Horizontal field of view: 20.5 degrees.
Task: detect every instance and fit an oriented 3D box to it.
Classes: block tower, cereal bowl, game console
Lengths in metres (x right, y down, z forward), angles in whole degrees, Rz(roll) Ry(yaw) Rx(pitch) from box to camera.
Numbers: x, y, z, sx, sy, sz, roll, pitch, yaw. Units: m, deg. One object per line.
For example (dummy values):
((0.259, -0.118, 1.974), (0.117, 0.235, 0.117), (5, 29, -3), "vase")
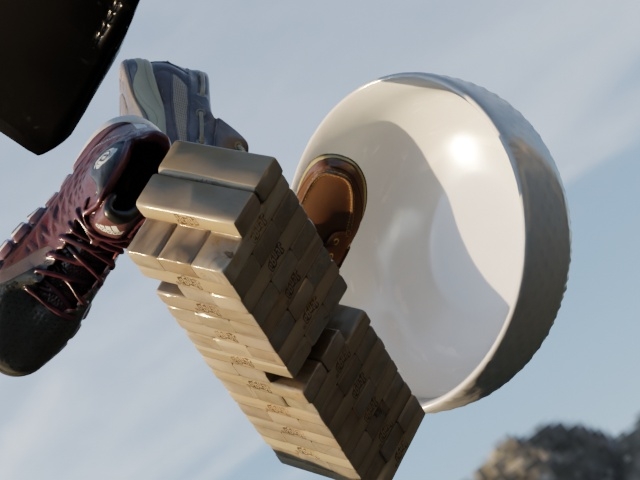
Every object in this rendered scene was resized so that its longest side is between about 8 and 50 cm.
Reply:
((-0.028, 0.068, 1.317), (0.091, 0.097, 0.335), (-59, -38, -25), "block tower")
((0.121, 0.005, 1.746), (0.141, 0.339, 0.339), (4, -41, -41), "cereal bowl")
((-0.304, -0.233, 1.305), (0.213, 0.361, 0.044), (-56, 1, 36), "game console")

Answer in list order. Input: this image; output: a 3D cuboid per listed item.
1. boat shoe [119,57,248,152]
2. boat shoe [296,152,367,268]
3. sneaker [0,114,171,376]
((-0.143, -0.088, 2.053), (0.130, 0.355, 0.132), (-9, -38, -14), "boat shoe")
((0.000, 0.000, 1.570), (0.060, 0.064, 0.178), (-77, 3, -46), "boat shoe")
((-0.226, 0.004, 1.646), (0.281, 0.106, 0.162), (-61, 17, -6), "sneaker")
